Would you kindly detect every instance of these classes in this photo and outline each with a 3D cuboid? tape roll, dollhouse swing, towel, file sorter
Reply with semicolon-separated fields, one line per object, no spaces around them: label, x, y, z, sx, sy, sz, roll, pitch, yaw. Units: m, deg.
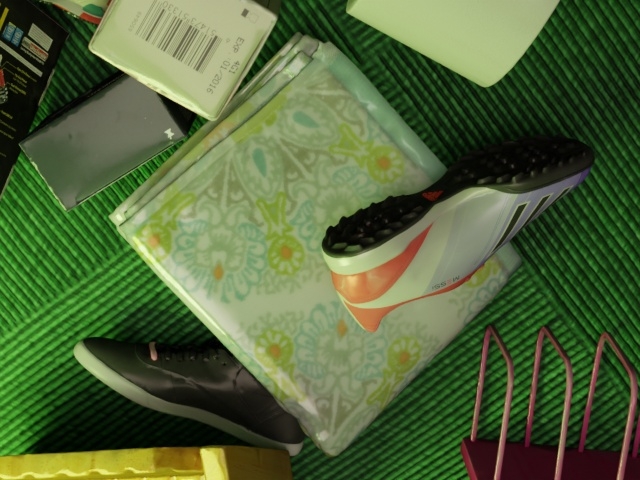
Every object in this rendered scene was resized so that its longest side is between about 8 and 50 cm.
tape roll;0.155;-0.302;1.385;0.169;0.246;0.246;28;104;-9
dollhouse swing;-0.219;0.391;1.516;0.347;0.315;0.304;-4;79;15
towel;0.000;0.000;1.509;0.320;0.090;0.374;-44;99;-8
file sorter;0.327;0.209;1.557;0.291;0.202;0.182;6;103;-2

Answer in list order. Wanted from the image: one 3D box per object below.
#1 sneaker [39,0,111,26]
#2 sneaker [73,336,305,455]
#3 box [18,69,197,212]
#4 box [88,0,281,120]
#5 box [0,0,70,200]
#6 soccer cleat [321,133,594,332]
sneaker;-0.276;-0.287;1.445;0.057;0.161;0.075;33;98;32
sneaker;-0.130;0.134;1.582;0.296;0.104;0.146;22;103;-13
box;-0.226;-0.123;1.475;0.156;0.158;0.093;-31;104;7
box;-0.134;-0.230;1.406;0.149;0.232;0.126;30;104;-8
box;-0.400;-0.161;1.347;0.079;0.322;0.257;16;82;23
soccer cleat;0.156;-0.014;1.457;0.318;0.108;0.116;-25;118;-14
